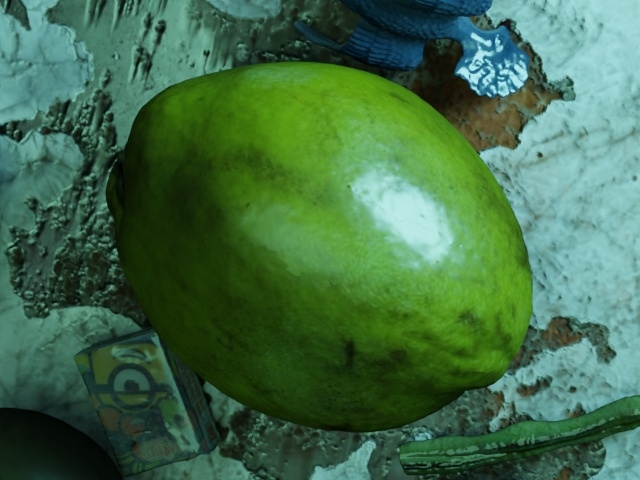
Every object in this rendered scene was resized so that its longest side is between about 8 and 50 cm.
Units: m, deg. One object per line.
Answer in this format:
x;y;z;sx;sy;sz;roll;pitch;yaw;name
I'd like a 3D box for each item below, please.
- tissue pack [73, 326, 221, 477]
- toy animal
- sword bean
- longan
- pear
-0.183;0.169;1.801;0.109;0.060;0.148;-17;100;18;tissue pack
0.084;-0.222;1.595;0.255;0.239;0.176;-4;72;-26;toy animal
0.213;0.202;1.730;0.269;0.038;0.043;-15;125;16;sword bean
-0.316;0.295;1.780;0.246;0.215;0.246;26;129;38;longan
0.000;0.000;1.579;0.413;0.352;0.352;31;108;2;pear
